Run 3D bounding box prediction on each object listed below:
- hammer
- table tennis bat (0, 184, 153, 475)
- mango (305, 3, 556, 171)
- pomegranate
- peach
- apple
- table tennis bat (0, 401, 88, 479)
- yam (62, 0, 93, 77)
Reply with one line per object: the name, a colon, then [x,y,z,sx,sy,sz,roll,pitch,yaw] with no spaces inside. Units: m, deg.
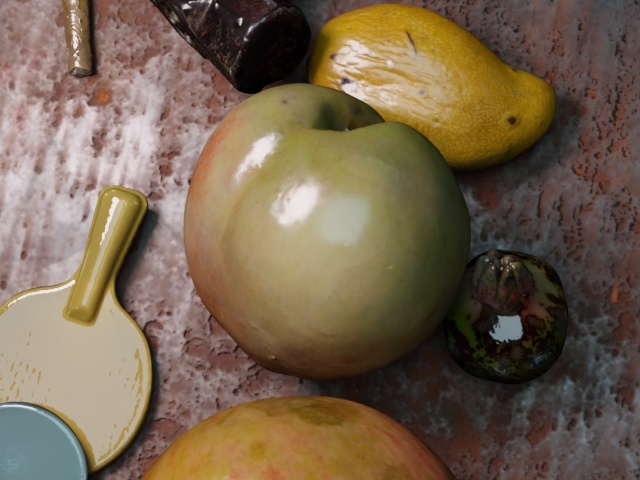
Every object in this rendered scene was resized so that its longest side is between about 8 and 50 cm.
hammer: [0.008,-0.336,1.637,0.409,0.095,0.242,-37,50,-14]
table tennis bat: [-0.254,0.095,1.611,0.198,0.050,0.321,18,84,9]
mango: [0.111,-0.156,1.590,0.262,0.109,0.157,17,80,9]
pomegranate: [0.188,0.066,1.513,0.125,0.163,0.138,17,58,-8]
peach: [-0.001,-0.001,1.494,0.292,0.247,0.292,5,100,28]
apple: [-0.024,0.315,1.387,0.364,0.364,0.364,-1,78,6]
table tennis bat: [-0.340,0.271,1.577,0.149,0.038,0.237,42,91,4]
yam: [-0.268,-0.251,1.695,0.032,0.032,0.145,-8,78,5]
